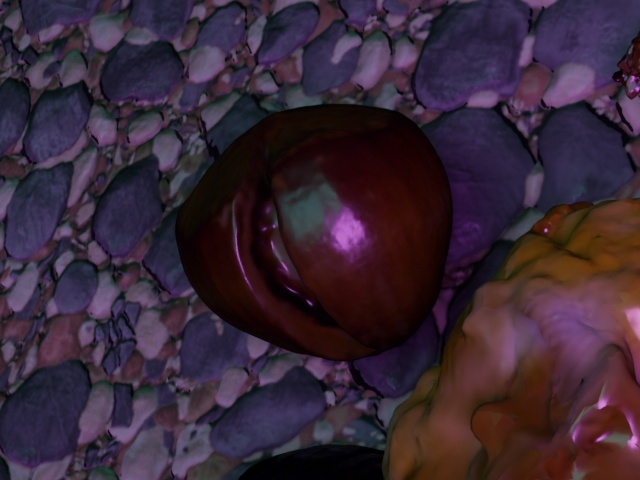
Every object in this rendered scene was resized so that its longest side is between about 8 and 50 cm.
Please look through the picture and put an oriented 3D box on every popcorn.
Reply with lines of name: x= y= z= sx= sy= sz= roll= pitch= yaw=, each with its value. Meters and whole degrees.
popcorn: x=0.230 y=0.156 z=1.221 sx=0.344 sy=0.390 sz=0.354 roll=26 pitch=134 yaw=59

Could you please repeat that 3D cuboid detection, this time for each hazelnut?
hazelnut: x=0.000 y=0.000 z=1.541 sx=0.251 sy=0.217 sz=0.217 roll=-17 pitch=64 yaw=43

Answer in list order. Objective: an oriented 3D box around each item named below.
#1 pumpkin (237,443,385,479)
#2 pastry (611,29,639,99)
pumpkin: x=-0.005 y=0.281 z=1.382 sx=0.296 sy=0.296 sz=0.296 roll=-14 pitch=66 yaw=34
pastry: x=0.316 y=-0.173 z=1.415 sx=0.208 sy=0.097 sz=0.115 roll=-47 pitch=62 yaw=13
